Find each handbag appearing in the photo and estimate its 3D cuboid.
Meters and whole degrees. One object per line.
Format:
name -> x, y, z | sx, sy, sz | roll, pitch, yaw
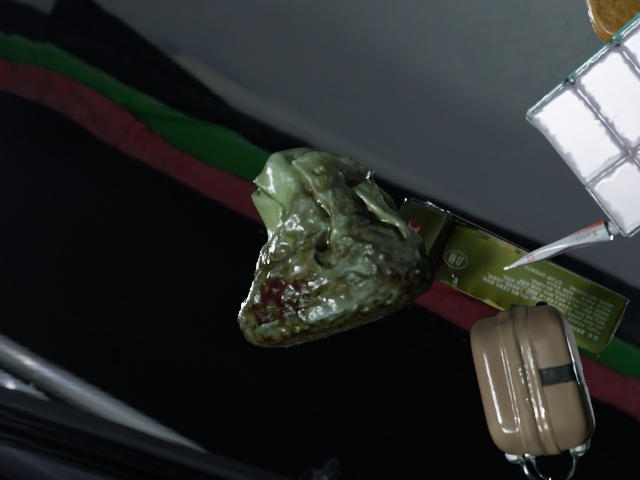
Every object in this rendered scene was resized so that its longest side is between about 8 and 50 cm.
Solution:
handbag -> 0.334, 0.246, 1.378 | 0.149, 0.283, 0.302 | -11, 165, 15

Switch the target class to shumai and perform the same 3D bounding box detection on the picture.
shumai -> 0.000, 0.000, 1.650 | 0.395, 0.395, 0.348 | -12, -97, -55

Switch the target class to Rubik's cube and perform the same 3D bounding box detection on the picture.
Rubik's cube -> 0.457, -0.169, 1.221 | 0.221, 0.224, 0.231 | 53, -149, 9

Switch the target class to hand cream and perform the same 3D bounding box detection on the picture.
hand cream -> 0.420, 0.009, 1.544 | 0.052, 0.216, 0.038 | 39, -143, -46

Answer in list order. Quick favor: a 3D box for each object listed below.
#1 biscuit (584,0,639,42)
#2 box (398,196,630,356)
biscuit -> 0.575, -0.492, 1.538 | 0.057, 0.312, 0.351 | 56, -169, -75
box -> 0.375, 0.064, 1.898 | 0.420, 0.138, 0.373 | 24, -175, -10
